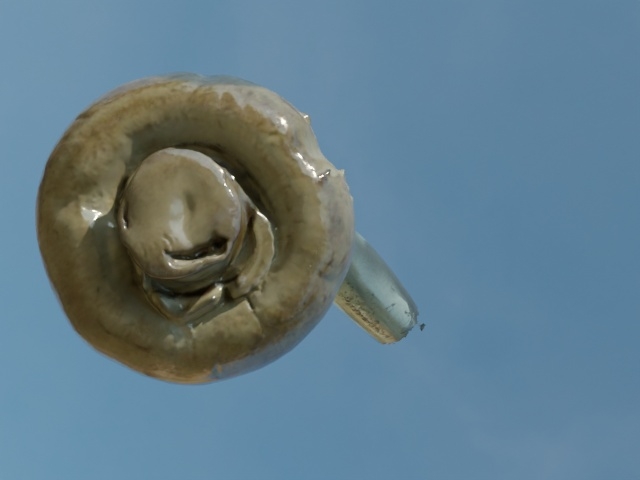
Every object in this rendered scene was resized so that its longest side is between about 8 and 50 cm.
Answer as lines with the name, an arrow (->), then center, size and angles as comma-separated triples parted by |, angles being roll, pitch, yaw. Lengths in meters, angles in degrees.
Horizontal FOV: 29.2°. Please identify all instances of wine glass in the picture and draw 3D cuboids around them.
wine glass -> 0.000, 0.000, 1.051 | 0.074, 0.074, 0.262 | -6, -43, 44

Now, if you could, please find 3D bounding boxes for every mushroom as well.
mushroom -> -0.064, -0.009, 0.636 | 0.127, 0.166, 0.166 | 138, -67, -78
